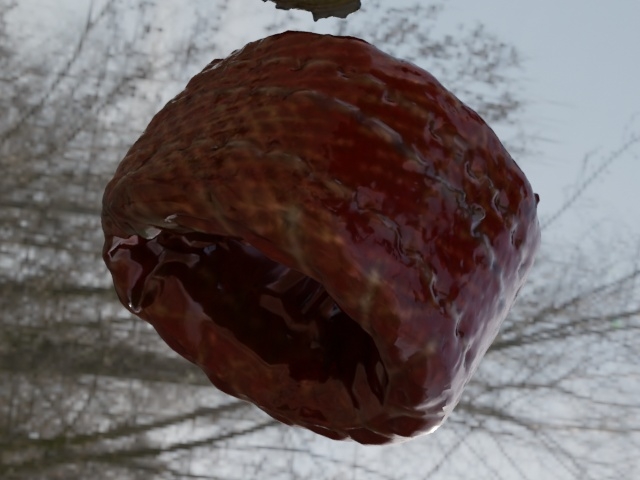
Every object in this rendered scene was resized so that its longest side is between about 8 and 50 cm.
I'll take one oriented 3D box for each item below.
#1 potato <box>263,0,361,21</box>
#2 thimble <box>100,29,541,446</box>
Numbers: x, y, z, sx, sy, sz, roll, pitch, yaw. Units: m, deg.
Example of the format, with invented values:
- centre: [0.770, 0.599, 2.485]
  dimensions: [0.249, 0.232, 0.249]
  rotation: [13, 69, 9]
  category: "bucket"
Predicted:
- centre: [0.004, -0.416, 1.392]
  dimensions: [0.301, 0.288, 0.237]
  rotation: [-46, -161, 23]
  category: "potato"
- centre: [0.000, 0.000, 1.073]
  dimensions: [0.231, 0.350, 0.350]
  rotation: [-56, -175, -32]
  category: "thimble"
